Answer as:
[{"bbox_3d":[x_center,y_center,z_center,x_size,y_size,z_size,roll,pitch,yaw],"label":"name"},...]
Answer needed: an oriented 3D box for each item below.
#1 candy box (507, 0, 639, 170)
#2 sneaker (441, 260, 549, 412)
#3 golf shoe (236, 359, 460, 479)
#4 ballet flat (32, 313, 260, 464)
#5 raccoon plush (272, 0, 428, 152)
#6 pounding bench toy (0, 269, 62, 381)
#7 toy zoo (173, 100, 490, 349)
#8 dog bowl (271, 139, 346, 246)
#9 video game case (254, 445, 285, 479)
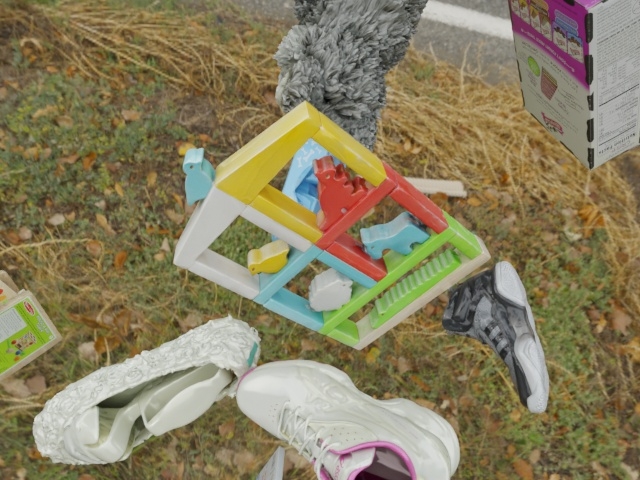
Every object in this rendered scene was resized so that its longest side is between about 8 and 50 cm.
[{"bbox_3d":[0.298,-0.217,0.567,0.071,0.233,0.159,-28,48,8],"label":"candy box"},{"bbox_3d":[0.314,0.181,0.888,0.152,0.101,0.269,-19,64,27],"label":"sneaker"},{"bbox_3d":[0.015,0.237,0.603,0.305,0.116,0.140,12,12,20],"label":"golf shoe"},{"bbox_3d":[-0.275,0.250,0.736,0.408,0.147,0.147,-30,65,4],"label":"ballet flat"},{"bbox_3d":[0.074,-0.323,0.594,0.215,0.446,0.300,16,55,-17],"label":"raccoon plush"},{"bbox_3d":[-0.256,0.052,0.373,0.065,0.083,0.052,20,46,37],"label":"pounding bench toy"},{"bbox_3d":[0.000,0.000,0.461,0.293,0.192,0.030,32,31,-31],"label":"toy zoo"},{"bbox_3d":[-0.021,-0.102,1.008,0.073,0.166,0.298,18,88,15],"label":"dog bowl"},{"bbox_3d":[-0.086,0.346,0.639,0.011,0.122,0.087,32,13,-9],"label":"video game case"}]
